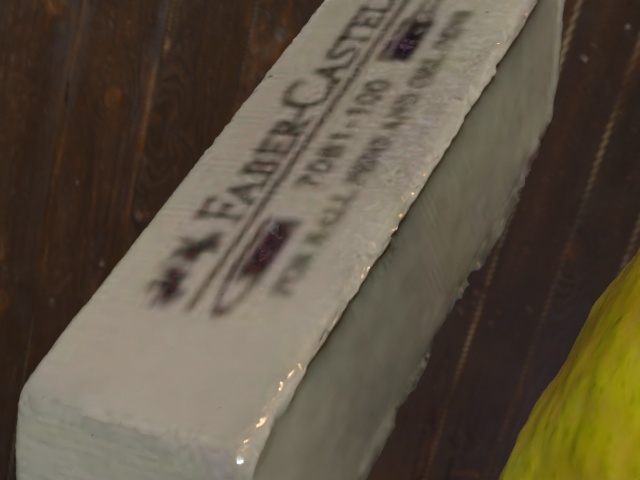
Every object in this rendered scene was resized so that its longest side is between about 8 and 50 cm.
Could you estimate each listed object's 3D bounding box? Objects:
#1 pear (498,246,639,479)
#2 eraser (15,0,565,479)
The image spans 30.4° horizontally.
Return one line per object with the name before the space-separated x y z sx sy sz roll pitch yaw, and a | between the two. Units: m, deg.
pear | 0.245 0.098 0.399 0.391 0.391 0.391 -8 120 -14
eraser | 0.000 -0.001 0.495 0.352 0.111 0.077 -57 143 -32
